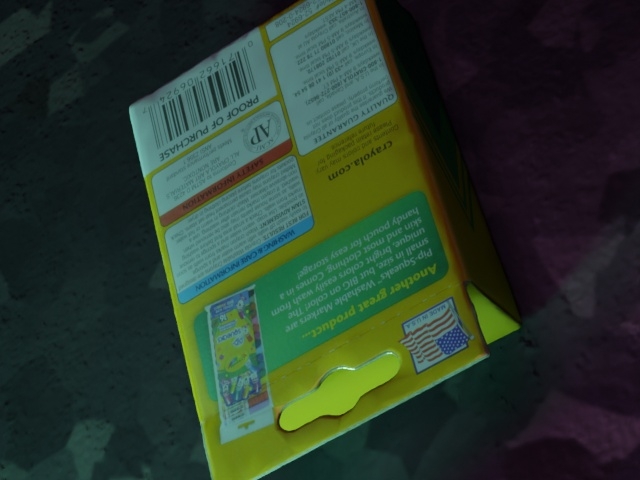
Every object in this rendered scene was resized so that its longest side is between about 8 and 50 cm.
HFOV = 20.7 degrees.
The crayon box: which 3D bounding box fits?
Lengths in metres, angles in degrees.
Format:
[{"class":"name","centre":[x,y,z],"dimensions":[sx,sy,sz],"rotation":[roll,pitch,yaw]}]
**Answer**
[{"class":"crayon box","centre":[0.000,0.000,1.154],"dimensions":[0.203,0.083,0.323],"rotation":[-30,53,19]}]
